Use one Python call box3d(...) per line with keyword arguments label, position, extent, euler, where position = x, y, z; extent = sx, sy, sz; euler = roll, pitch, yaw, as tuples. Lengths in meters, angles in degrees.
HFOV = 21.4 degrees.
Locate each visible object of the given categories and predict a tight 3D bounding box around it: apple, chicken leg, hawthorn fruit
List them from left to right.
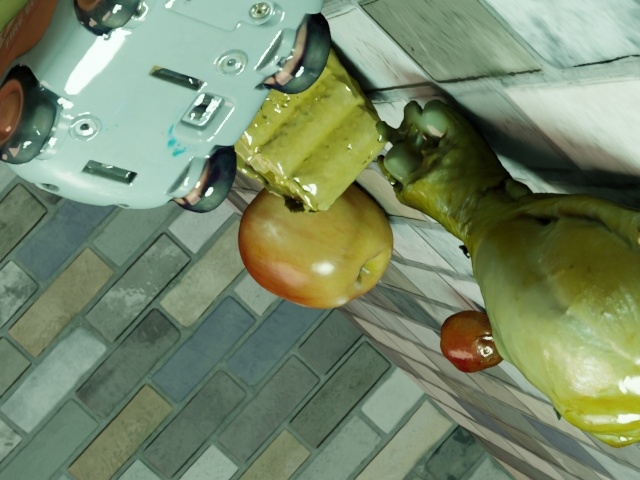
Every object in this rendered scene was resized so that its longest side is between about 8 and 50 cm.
box3d(label="apple", position=(0.000, 0.000, 2.083), extent=(0.199, 0.199, 0.199), euler=(42, 174, 5))
box3d(label="hawthorn fruit", position=(0.200, 0.125, 2.127), extent=(0.093, 0.081, 0.081), euler=(-9, 135, 44))
box3d(label="chicken leg", position=(0.161, 0.005, 1.239), extent=(0.429, 0.153, 0.201), euler=(47, 168, 52))

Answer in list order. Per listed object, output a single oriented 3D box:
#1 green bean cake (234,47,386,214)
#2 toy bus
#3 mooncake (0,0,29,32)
box3d(label="green bean cake", position=(-0.052, -0.139, 1.573), extent=(0.224, 0.131, 0.230), euler=(46, 177, -11))
box3d(label="toy bus", position=(-0.139, -0.170, 1.314), extent=(0.194, 0.287, 0.232), euler=(17, -147, -33))
box3d(label="mooncake", position=(-0.309, -0.251, 1.159), extent=(0.284, 0.155, 0.284), euler=(36, 177, 2))
